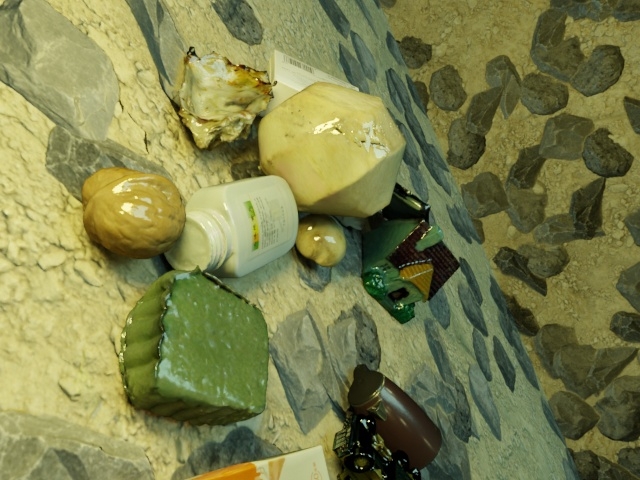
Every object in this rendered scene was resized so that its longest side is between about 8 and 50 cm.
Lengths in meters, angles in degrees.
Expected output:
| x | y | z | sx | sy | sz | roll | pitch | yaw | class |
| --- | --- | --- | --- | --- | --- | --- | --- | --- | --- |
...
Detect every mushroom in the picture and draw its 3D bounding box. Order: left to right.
| x | y | z | sx | sy | sz | roll | pitch | yaw | class |
| --- | --- | --- | --- | --- | --- | --- | --- | --- | --- |
| 0.000 | 0.000 | 1.343 | 0.148 | 0.112 | 0.148 | 39 | 36 | -36 | mushroom |

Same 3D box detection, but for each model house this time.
| x | y | z | sx | sy | sz | roll | pitch | yaw | class |
| --- | --- | --- | --- | --- | --- | --- | --- | --- | --- |
| 0.299 | 0.082 | 1.649 | 0.280 | 0.249 | 0.230 | 43 | 36 | -36 | model house |

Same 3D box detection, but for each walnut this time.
| x | y | z | sx | sy | sz | roll | pitch | yaw | class |
| --- | --- | --- | --- | --- | --- | --- | --- | --- | --- |
| -0.291 | -0.044 | 0.842 | 0.166 | 0.149 | 0.166 | 46 | 7 | -7 | walnut |

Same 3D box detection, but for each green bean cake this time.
| x | y | z | sx | sy | sz | roll | pitch | yaw | class |
| --- | --- | --- | --- | --- | --- | --- | --- | --- | --- |
| -0.195 | 0.170 | 0.858 | 0.227 | 0.125 | 0.222 | 37 | 41 | -39 | green bean cake |

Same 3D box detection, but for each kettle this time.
| x | y | z | sx | sy | sz | roll | pitch | yaw | class |
| --- | --- | --- | --- | --- | --- | --- | --- | --- | --- |
| 0.166 | 0.407 | 1.288 | 0.232 | 0.144 | 0.202 | 53 | 10 | -16 | kettle |

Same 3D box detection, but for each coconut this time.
| x | y | z | sx | sy | sz | roll | pitch | yaw | class |
| --- | --- | --- | --- | --- | --- | --- | --- | --- | --- |
| 0.032 | -0.198 | 1.259 | 0.352 | 0.352 | 0.352 | 40 | 36 | -39 | coconut |

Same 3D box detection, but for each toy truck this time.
| x | y | z | sx | sy | sz | roll | pitch | yaw | class |
| --- | --- | --- | --- | --- | --- | --- | --- | --- | --- |
| 0.115 | 0.495 | 1.134 | 0.257 | 0.127 | 0.127 | 55 | 23 | -17 | toy truck |

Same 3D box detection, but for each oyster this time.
| x | y | z | sx | sy | sz | roll | pitch | yaw | class |
| --- | --- | --- | --- | --- | --- | --- | --- | --- | --- |
| -0.205 | -0.306 | 1.208 | 0.221 | 0.096 | 0.361 | 5 | 47 | -13 | oyster |

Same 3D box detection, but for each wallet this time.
| x | y | z | sx | sy | sz | roll | pitch | yaw | class |
| --- | --- | --- | --- | --- | --- | --- | --- | --- | --- |
| 0.268 | -0.096 | 1.723 | 0.191 | 0.046 | 0.379 | 33 | -5 | 16 | wallet |

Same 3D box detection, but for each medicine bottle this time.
| x | y | z | sx | sy | sz | roll | pitch | yaw | class |
| --- | --- | --- | --- | --- | --- | --- | --- | --- | --- |
| -0.165 | -0.026 | 1.056 | 0.324 | 0.124 | 0.179 | -31 | 118 | -64 | medicine bottle |

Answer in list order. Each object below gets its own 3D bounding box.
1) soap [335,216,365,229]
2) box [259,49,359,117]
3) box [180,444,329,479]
| x | y | z | sx | sy | sz | roll | pitch | yaw | class |
| --- | --- | --- | --- | --- | --- | --- | --- | --- | --- |
| 0.015 | -0.166 | 1.578 | 0.302 | 0.258 | 0.159 | 6 | 50 | -8 | soap |
| -0.024 | -0.383 | 1.469 | 0.274 | 0.116 | 0.203 | 19 | 36 | -20 | box |
| -0.118 | 0.437 | 0.754 | 0.341 | 0.143 | 0.225 | 17 | 54 | -56 | box |
